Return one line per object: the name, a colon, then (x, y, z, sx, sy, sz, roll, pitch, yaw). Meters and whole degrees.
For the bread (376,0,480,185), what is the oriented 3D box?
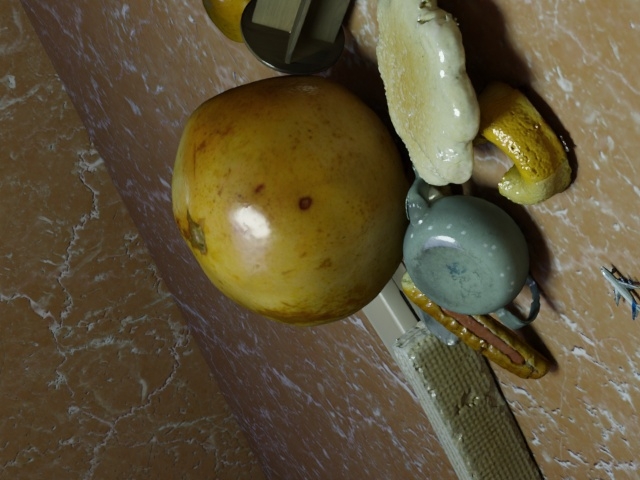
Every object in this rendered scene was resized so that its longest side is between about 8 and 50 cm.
bread: (0.138, -0.217, 1.533, 0.316, 0.054, 0.316, 164, 90, -79)

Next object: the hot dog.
hot dog: (0.246, 0.137, 1.801, 0.286, 0.061, 0.088, 36, -177, -6)

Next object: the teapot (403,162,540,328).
teapot: (0.222, 0.017, 1.678, 0.294, 0.129, 0.193, 43, 141, -10)

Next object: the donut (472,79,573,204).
donut: (0.258, -0.125, 1.490, 0.181, 0.078, 0.146, 58, 163, -8)

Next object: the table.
table: (-0.018, -0.378, 1.657, 0.167, 0.167, 0.226, 51, 151, 15)

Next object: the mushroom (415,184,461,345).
mushroom: (0.206, 0.042, 1.851, 0.109, 0.097, 0.351, 43, 152, 40)

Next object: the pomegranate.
pomegranate: (-0.036, -0.069, 1.807, 0.416, 0.417, 0.416, 47, 158, 25)

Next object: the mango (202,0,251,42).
mango: (-0.161, -0.426, 1.994, 0.115, 0.090, 0.178, 46, 167, 10)

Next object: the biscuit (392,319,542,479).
biscuit: (0.277, 0.324, 2.055, 0.426, 0.144, 0.078, 62, 161, -20)

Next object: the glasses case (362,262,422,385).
glasses case: (0.171, 0.171, 2.152, 0.336, 0.076, 0.144, 58, 161, -3)

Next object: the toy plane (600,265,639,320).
toy plane: (0.408, 0.067, 1.510, 0.084, 0.024, 0.078, 59, 162, 12)
